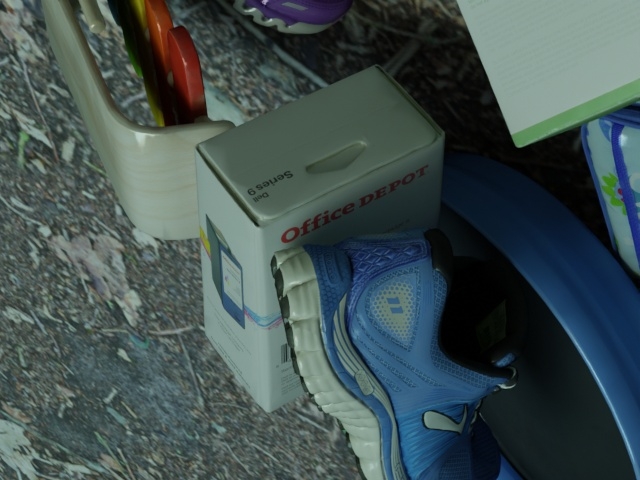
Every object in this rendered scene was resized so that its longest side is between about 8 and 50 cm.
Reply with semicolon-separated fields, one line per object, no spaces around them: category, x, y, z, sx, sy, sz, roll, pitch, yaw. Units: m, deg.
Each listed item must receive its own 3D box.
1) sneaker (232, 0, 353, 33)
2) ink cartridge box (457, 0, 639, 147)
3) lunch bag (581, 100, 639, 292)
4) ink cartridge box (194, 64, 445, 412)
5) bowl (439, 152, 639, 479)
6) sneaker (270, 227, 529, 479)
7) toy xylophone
sneaker;-0.053;-0.249;1.335;0.104;0.095;0.236;-30;110;40
ink cartridge box;0.150;-0.194;1.188;0.171;0.056;0.235;-23;89;44
lunch bag;0.272;-0.014;1.279;0.176;0.090;0.219;20;143;39
ink cartridge box;0.000;0.000;1.351;0.093;0.154;0.212;50;156;31
bowl;0.149;0.109;1.466;0.391;0.077;0.391;46;153;32
sneaker;0.084;0.096;1.311;0.147;0.130;0.330;-18;148;9
toy xylophone;-0.145;-0.151;1.402;0.236;0.081;0.322;90;158;-58
